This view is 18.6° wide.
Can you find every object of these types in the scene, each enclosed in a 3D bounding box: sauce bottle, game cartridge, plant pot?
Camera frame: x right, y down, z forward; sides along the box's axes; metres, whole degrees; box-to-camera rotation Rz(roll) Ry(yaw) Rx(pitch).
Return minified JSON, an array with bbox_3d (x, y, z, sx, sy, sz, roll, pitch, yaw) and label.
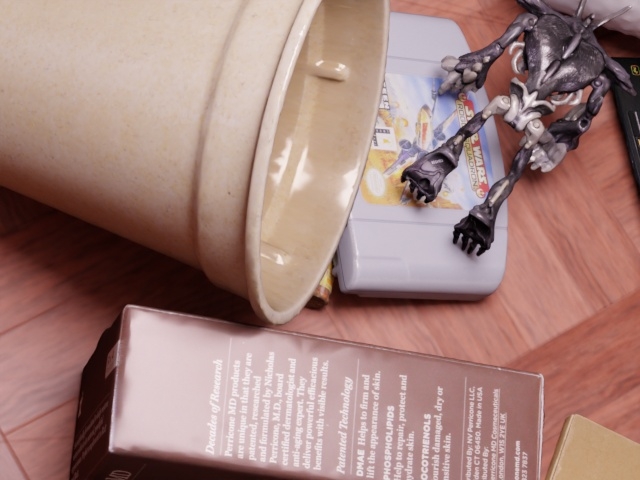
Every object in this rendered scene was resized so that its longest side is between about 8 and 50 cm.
[{"bbox_3d":[0.000,0.000,1.865,0.042,0.042,0.128,17,68,-12],"label":"sauce bottle"},{"bbox_3d":[0.085,-0.088,1.900,0.198,0.062,0.297,1,69,-28],"label":"game cartridge"},{"bbox_3d":[-0.135,-0.127,1.687,0.305,0.334,0.334,15,64,14],"label":"plant pot"}]

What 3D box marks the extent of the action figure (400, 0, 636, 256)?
[{"bbox_3d":[0.186,-0.129,1.866,0.164,0.141,0.276,41,69,-8],"label":"action figure"}]

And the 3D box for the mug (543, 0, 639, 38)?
[{"bbox_3d":[0.412,-0.331,1.989,0.328,0.374,0.276,20,108,9],"label":"mug"}]

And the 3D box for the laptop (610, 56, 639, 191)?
[{"bbox_3d":[0.458,-0.106,2.001,0.264,0.136,0.234,-2,70,-29],"label":"laptop"}]

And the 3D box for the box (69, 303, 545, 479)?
[{"bbox_3d":[-0.014,0.172,1.712,0.381,0.191,0.143,12,68,-13],"label":"box"}]

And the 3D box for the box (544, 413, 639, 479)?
[{"bbox_3d":[0.279,0.287,1.859,0.164,0.021,0.201,27,64,-7],"label":"box"}]
